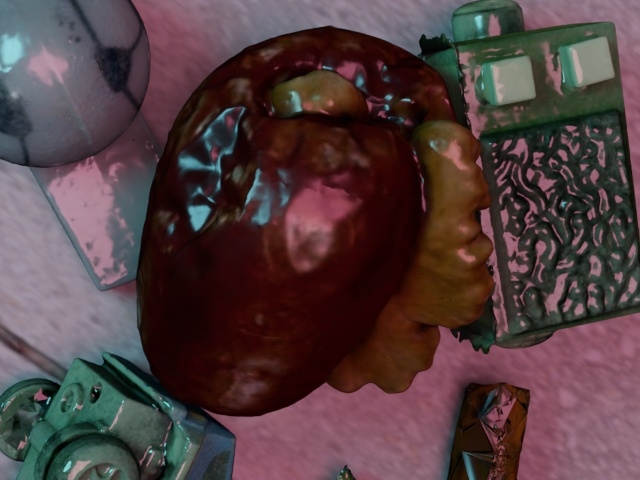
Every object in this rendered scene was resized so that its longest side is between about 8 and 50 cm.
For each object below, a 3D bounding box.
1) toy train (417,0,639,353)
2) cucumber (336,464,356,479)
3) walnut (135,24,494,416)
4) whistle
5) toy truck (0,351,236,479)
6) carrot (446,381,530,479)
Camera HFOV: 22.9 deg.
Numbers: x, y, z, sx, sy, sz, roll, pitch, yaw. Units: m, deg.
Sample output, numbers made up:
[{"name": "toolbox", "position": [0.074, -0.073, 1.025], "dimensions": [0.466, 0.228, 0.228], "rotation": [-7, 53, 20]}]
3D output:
[{"name": "toy train", "position": [0.149, -0.048, 1.194], "dimensions": [0.159, 0.188, 0.272], "rotation": [-11, 98, -14]}, {"name": "cucumber", "position": [0.055, 0.290, 1.263], "dimensions": [0.070, 0.046, 0.220], "rotation": [-34, 85, -2]}, {"name": "walnut", "position": [0.000, 0.000, 1.107], "dimensions": [0.244, 0.222, 0.269], "rotation": [19, 128, 1]}, {"name": "whistle", "position": [-0.179, -0.096, 1.120], "dimensions": [0.163, 0.163, 0.290], "rotation": [-31, 103, -9]}, {"name": "toy truck", "position": [-0.183, 0.227, 1.165], "dimensions": [0.156, 0.155, 0.279], "rotation": [25, 90, -33]}, {"name": "carrot", "position": [0.131, 0.224, 1.291], "dimensions": [0.069, 0.069, 0.229], "rotation": [5, 96, -15]}]
